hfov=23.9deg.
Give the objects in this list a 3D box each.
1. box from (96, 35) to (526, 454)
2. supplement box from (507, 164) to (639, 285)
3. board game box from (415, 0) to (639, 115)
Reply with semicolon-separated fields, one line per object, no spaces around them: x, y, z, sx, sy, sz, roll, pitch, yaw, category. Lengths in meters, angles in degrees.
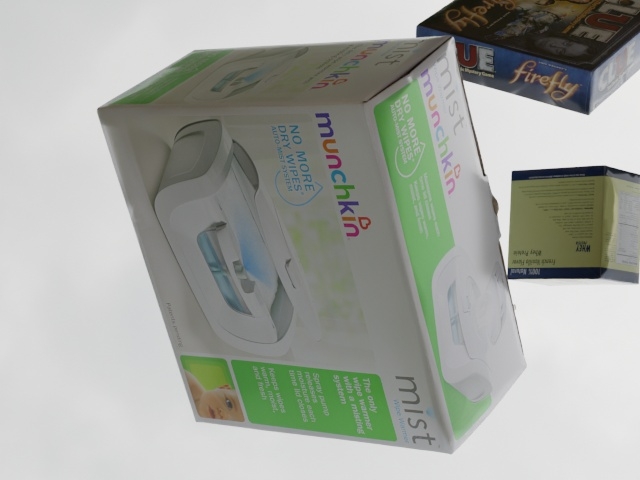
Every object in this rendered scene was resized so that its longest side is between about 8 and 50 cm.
0.000;0.000;1.067;0.231;0.261;0.127;3;-151;36;box
0.189;-0.010;1.123;0.083;0.056;0.083;-2;-97;42;supplement box
0.215;-0.194;1.315;0.165;0.042;0.243;19;-142;29;board game box
